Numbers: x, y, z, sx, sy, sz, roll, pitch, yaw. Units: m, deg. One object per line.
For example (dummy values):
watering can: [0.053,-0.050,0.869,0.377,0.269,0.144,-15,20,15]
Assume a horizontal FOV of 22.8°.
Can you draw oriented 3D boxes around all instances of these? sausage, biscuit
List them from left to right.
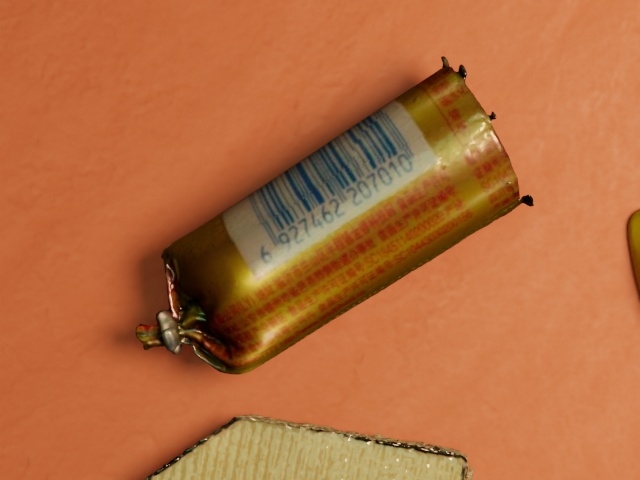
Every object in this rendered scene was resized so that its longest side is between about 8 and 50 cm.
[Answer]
biscuit: [-0.016,0.214,1.220,0.250,0.046,0.147,9,89,2]
sausage: [0.001,0.002,1.199,0.317,0.117,0.125,-33,109,3]

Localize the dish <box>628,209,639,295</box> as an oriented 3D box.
dish: [0.329,0.033,1.199,0.207,0.080,0.149,28,89,5]
